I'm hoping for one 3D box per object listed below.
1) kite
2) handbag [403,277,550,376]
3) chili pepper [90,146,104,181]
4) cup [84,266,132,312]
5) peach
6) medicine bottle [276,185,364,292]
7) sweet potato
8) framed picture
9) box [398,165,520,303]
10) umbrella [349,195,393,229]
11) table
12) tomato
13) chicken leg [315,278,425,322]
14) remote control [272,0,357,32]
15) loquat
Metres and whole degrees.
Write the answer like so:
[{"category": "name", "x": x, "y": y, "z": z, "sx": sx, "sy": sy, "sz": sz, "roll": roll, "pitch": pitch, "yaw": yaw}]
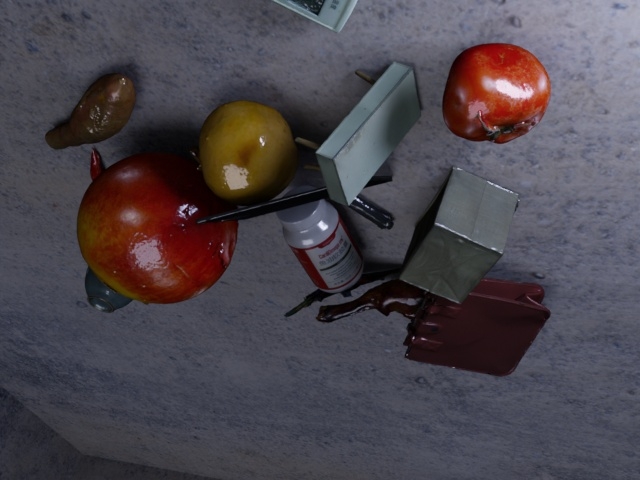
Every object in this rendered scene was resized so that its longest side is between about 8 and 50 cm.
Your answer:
[{"category": "kite", "x": 0.057, "y": 0.110, "z": 2.106, "sx": 0.234, "sy": 0.321, "sz": 0.016, "roll": -145, "pitch": 36, "yaw": -79}, {"category": "handbag", "x": 0.342, "y": 0.188, "z": 2.000, "sx": 0.275, "sy": 0.084, "sz": 0.260, "roll": 10, "pitch": 134, "yaw": -12}, {"category": "chili pepper", "x": -0.529, "y": -0.160, "z": 2.145, "sx": 0.045, "sy": 0.027, "sz": 0.178, "roll": 18, "pitch": 146, "yaw": 7}, {"category": "cup", "x": -0.571, "y": 0.116, "z": 2.462, "sx": 0.199, "sy": 0.150, "sz": 0.199, "roll": 15, "pitch": 147, "yaw": 10}, {"category": "peach", "x": -0.337, "y": -0.035, "z": 1.938, "sx": 0.369, "sy": 0.370, "sz": 0.370, "roll": 15, "pitch": 147, "yaw": 10}, {"category": "medicine bottle", "x": 0.000, "y": 0.000, "z": 1.981, "sx": 0.131, "sy": 0.131, "sz": 0.250, "roll": 1, "pitch": 143, "yaw": 29}, {"category": "sweet potato", "x": -0.490, "y": -0.254, "z": 1.918, "sx": 0.109, "sy": 0.109, "sz": 0.385, "roll": 36, "pitch": 146, "yaw": -22}, {"category": "framed picture", "x": -0.044, "y": -0.081, "z": 1.757, "sx": 0.338, "sy": 0.014, "sz": 0.255, "roll": -14, "pitch": 180, "yaw": 18}, {"category": "box", "x": 0.276, "y": -0.004, "z": 1.801, "sx": 0.155, "sy": 0.149, "sz": 0.231, "roll": 24, "pitch": 148, "yaw": -2}, {"category": "umbrella", "x": 0.101, "y": -0.065, "z": 1.922, "sx": 0.133, "sy": 0.031, "sz": 0.036, "roll": 32, "pitch": 148, "yaw": -17}, {"category": "table", "x": 0.061, "y": -0.197, "z": 1.573, "sx": 0.111, "sy": 0.240, "sz": 0.122, "roll": 24, "pitch": 152, "yaw": 30}, {"category": "tomato", "x": 0.272, "y": -0.236, "z": 1.454, "sx": 0.187, "sy": 0.151, "sz": 0.187, "roll": -18, "pitch": 170, "yaw": -4}, {"category": "chicken leg", "x": 0.189, "y": 0.148, "z": 2.091, "sx": 0.406, "sy": 0.096, "sz": 0.158, "roll": 0, "pitch": 132, "yaw": 7}, {"category": "remote control", "x": -0.095, "y": -0.460, "z": 1.436, "sx": 0.344, "sy": 0.050, "sz": 0.145, "roll": 24, "pitch": 148, "yaw": -6}, {"category": "loquat", "x": -0.146, "y": -0.169, "z": 1.746, "sx": 0.208, "sy": 0.208, "sz": 0.208, "roll": 15, "pitch": 147, "yaw": 10}]
